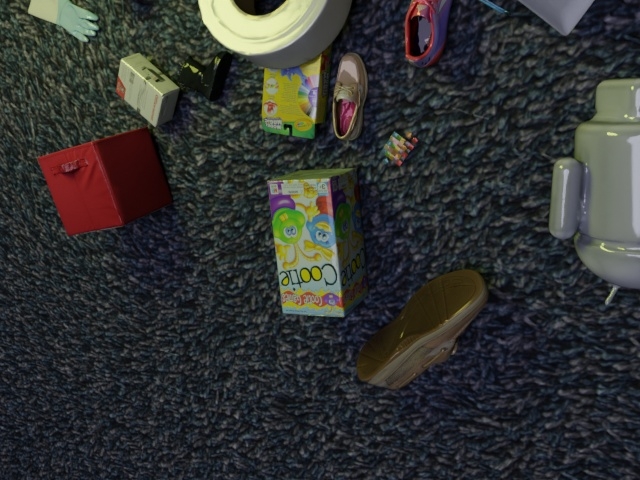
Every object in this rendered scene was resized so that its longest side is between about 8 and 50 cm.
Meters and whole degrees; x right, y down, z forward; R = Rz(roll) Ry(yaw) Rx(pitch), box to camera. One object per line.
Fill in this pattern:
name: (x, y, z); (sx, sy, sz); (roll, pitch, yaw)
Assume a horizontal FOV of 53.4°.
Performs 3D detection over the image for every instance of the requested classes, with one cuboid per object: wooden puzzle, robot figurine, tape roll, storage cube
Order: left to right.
storage cube: (-0.492, -0.136, 1.467); (0.184, 0.215, 0.193); (-9, 106, 28)
tape roll: (-0.085, -0.474, 1.190); (0.286, 0.100, 0.286); (-1, 87, 23)
wooden puzzle: (0.152, -0.181, 1.249); (0.049, 0.006, 0.083); (40, 118, 11)
robot figurine: (0.504, -0.076, 0.993); (0.300, 0.200, 0.353); (-5, 103, -2)

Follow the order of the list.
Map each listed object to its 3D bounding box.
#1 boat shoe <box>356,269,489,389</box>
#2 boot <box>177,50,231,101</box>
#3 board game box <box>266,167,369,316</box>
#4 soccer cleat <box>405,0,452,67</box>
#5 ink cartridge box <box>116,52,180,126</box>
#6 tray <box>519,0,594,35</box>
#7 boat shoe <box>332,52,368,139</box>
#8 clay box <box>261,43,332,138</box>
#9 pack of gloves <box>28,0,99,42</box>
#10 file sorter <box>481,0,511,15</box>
boat shoe: (0.217, 0.184, 1.271); (0.110, 0.121, 0.341); (29, 126, -25)
boot: (-0.253, -0.370, 1.378); (0.099, 0.045, 0.121); (34, 115, 21)
board game box: (0.000, 0.000, 1.297); (0.142, 0.144, 0.275); (1, 105, 26)
soccer cleat: (0.191, -0.429, 1.108); (0.083, 0.095, 0.248); (13, 110, 23)
ink cartridge box: (-0.389, -0.338, 1.431); (0.135, 0.056, 0.099); (42, 137, 10)
tray: (0.341, -0.431, 0.963); (0.145, 0.270, 0.030); (-56, 40, 21)
boat shoe: (0.054, -0.278, 1.239); (0.063, 0.059, 0.170); (6, 107, 25)
clay box: (-0.048, -0.324, 1.280); (0.127, 0.053, 0.222); (13, 110, 23)
pack of gloves: (-0.603, -0.588, 1.487); (0.232, 0.046, 0.195); (29, 114, 17)
file sorter: (0.304, -0.466, 1.031); (0.104, 0.118, 0.170); (34, 116, 10)
